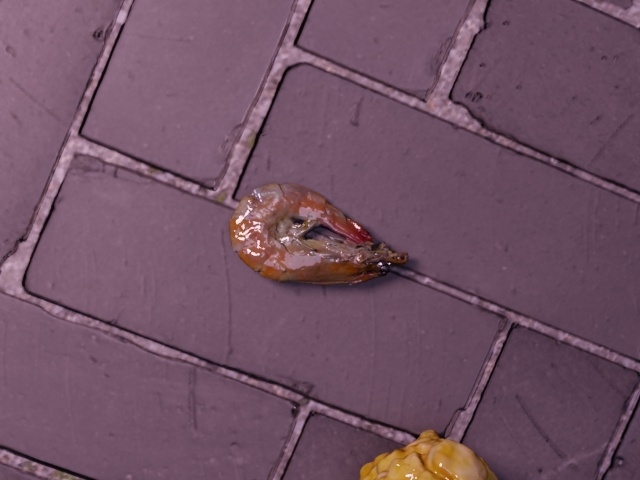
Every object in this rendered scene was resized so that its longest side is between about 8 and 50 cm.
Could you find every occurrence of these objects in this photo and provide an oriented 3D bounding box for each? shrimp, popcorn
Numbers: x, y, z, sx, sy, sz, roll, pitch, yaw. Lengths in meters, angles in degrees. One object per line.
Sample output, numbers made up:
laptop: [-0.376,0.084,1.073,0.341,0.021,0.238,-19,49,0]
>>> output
shrimp: [0.000,0.000,1.668,0.190,0.042,0.101,12,90,-10]
popcorn: [0.099,0.278,1.687,0.140,0.163,0.194,35,126,5]
